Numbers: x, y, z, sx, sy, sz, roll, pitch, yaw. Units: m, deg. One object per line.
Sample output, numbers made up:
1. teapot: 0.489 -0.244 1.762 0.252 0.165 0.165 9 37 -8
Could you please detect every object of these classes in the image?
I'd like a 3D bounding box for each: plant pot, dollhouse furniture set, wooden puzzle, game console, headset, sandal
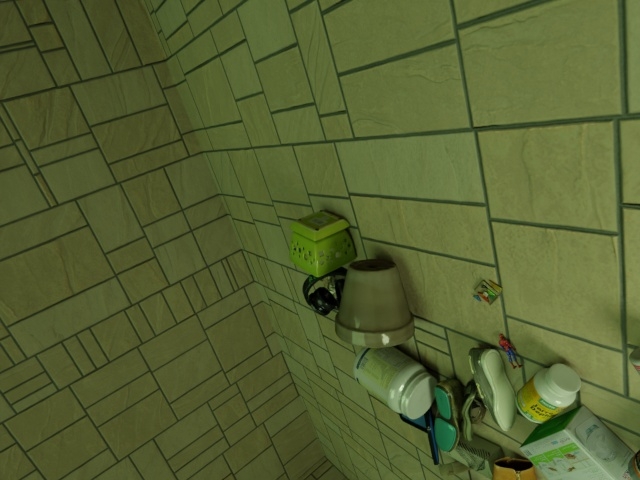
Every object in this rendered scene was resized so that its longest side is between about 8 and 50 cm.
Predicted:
1. plant pot: 0.000 0.000 1.865 0.228 0.227 0.206 27 132 47
2. dollhouse furniture set: 0.637 1.117 1.868 0.161 0.213 0.241 107 155 -56
3. wooden puzzle: 0.533 0.169 1.351 0.078 0.014 0.116 44 148 29
4. plant pot: 0.212 0.230 1.684 0.323 0.324 0.279 13 110 55
5. game console: 0.439 0.850 1.950 0.174 0.250 0.292 -9 121 14
6. headset: 0.057 0.250 2.025 0.185 0.244 0.394 -112 -4 -46
7. sandal: 0.598 0.661 1.630 0.087 0.120 0.302 4 125 26

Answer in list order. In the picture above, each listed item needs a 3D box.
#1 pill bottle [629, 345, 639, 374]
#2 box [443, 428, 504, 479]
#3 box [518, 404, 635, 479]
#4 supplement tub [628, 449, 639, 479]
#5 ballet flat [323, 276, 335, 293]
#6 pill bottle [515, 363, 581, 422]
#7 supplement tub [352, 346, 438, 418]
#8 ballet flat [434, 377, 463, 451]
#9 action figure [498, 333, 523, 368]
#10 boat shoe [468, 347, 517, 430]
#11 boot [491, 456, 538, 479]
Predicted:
1. pill bottle: 0.802 0.322 0.968 0.160 0.087 0.087 57 152 6
2. box: 0.630 0.882 1.774 0.275 0.094 0.113 -2 113 59
3. box: 0.787 0.665 1.274 0.231 0.127 0.261 46 149 24
4. supplement tub: 0.868 0.557 1.048 0.117 0.117 0.190 37 143 38
5. ballet flat: 0.049 0.235 2.166 0.067 0.073 0.206 23 140 29
6. pill bottle: 0.683 0.455 1.259 0.117 0.118 0.208 44 147 29
7. supplement tub: 0.328 0.611 1.869 0.325 0.236 0.235 25 136 48
8. ballet flat: 0.540 0.718 1.736 0.123 0.123 0.348 20 124 52
9. action figure: 0.617 0.360 1.376 0.115 0.030 0.038 62 147 8
10. boat shoe: 0.600 0.514 1.470 0.091 0.109 0.304 -5 105 61
11. boot: 0.672 0.932 1.600 0.104 0.296 0.211 -77 -29 -73
